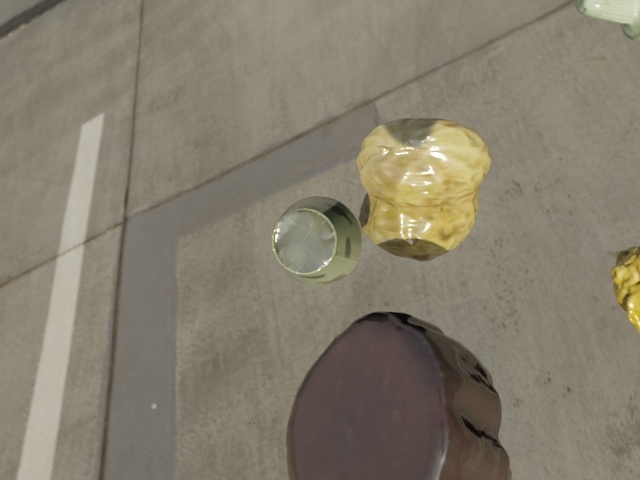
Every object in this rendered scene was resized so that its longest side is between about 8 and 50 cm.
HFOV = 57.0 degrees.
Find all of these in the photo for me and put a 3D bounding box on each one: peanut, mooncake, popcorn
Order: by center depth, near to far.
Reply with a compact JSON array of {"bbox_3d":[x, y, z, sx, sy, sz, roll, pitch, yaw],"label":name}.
[{"bbox_3d":[0.086,0.228,0.674,0.283,0.141,0.282,-30,51,44],"label":"mooncake"},{"bbox_3d":[0.153,-0.074,0.901,0.197,0.233,0.110,2,37,6],"label":"peanut"},{"bbox_3d":[0.548,0.082,0.945,0.140,0.194,0.163,-34,29,-33],"label":"popcorn"}]

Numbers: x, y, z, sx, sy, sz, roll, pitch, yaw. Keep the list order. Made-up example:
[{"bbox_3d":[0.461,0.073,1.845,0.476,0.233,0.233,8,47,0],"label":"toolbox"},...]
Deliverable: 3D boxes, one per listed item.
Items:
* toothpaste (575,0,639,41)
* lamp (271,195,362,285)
[{"bbox_3d":[0.294,-0.138,0.392,0.256,0.037,0.067,8,50,-5],"label":"toothpaste"},{"bbox_3d":[0.000,0.000,0.801,0.121,0.215,0.121,0,92,12],"label":"lamp"}]
